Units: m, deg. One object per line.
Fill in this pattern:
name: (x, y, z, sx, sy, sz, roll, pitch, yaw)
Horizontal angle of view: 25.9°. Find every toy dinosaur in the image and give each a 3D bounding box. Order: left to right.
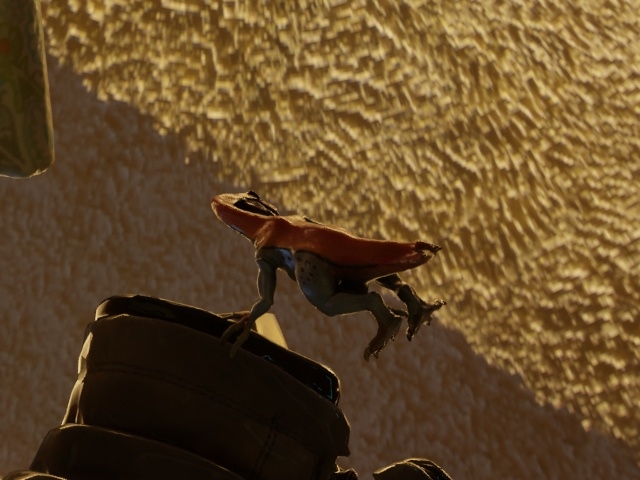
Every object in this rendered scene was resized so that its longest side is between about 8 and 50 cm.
toy dinosaur: (0.000, 0.000, 0.431, 0.082, 0.047, 0.090, 42, -45, 19)

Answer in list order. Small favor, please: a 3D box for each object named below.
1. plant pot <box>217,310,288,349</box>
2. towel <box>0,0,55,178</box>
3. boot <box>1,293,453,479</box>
plant pot: (-0.085, 0.120, 1.340, 0.109, 0.109, 0.096, -7, -98, 17)
towel: (-0.433, -0.196, 1.210, 0.374, 0.090, 0.321, -5, -60, -9)
boot: (-0.104, 0.103, 0.428, 0.338, 0.223, 0.118, 38, -36, -24)
